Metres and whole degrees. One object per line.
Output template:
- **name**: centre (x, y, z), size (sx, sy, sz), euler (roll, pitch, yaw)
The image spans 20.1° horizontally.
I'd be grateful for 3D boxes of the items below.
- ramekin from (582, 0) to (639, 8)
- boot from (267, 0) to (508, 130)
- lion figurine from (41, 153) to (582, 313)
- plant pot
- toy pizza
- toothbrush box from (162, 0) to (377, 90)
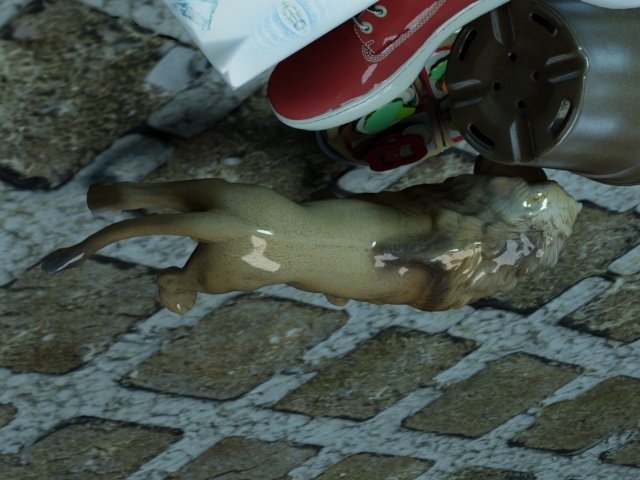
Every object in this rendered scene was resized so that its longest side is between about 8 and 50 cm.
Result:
- **ramekin**: centre (0.209, -0.276, 1.116), size (0.277, 0.135, 0.277), euler (-25, 147, -17)
- **boot**: centre (0.035, -0.186, 1.279), size (0.244, 0.088, 0.176), euler (-37, 151, 12)
- **lion figurine**: centre (0.000, 0.000, 1.447), size (0.392, 0.142, 0.240), euler (-8, -177, -33)
- **plant pot**: centre (0.193, -0.121, 1.392), size (0.165, 0.167, 0.167), euler (-6, 152, -51)
- **toy pizza**: centre (0.093, -0.114, 1.514), size (0.201, 0.032, 0.201), euler (-17, 154, -9)
- **toothbrush box**: centre (-0.041, -0.256, 0.885), size (0.216, 0.126, 0.295), euler (-30, 126, 12)
